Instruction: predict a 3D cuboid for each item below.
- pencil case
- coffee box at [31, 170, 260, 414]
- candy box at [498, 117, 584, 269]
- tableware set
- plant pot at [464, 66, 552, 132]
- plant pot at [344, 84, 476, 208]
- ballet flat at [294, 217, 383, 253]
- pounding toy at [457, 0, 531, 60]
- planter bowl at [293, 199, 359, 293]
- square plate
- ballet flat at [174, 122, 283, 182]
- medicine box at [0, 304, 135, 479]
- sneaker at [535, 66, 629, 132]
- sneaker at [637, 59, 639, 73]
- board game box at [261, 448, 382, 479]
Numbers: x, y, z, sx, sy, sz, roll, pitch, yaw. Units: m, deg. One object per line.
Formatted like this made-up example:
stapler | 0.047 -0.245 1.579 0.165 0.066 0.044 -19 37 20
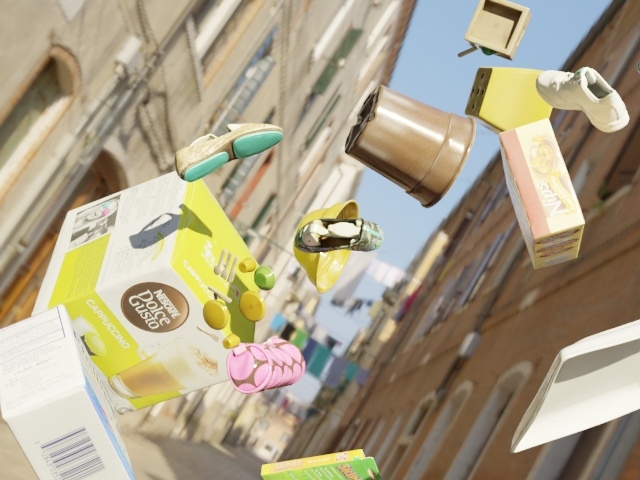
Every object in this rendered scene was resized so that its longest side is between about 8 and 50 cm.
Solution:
pencil case | -0.100 0.222 1.632 0.209 0.095 0.098 21 52 -76
coffee box | -0.353 0.107 1.958 0.335 0.338 0.337 -19 -54 16
candy box | 0.376 -0.068 1.548 0.316 0.088 0.182 40 33 -73
tableware set | -0.122 0.093 1.349 0.104 0.154 0.024 30 24 22
plant pot | 0.533 -0.398 2.581 0.187 0.212 0.212 14 9 -11
plant pot | 0.138 -0.161 1.477 0.165 0.166 0.167 25 -11 -12
ballet flat | 0.019 -0.014 1.570 0.189 0.070 0.070 -4 -33 35
pounding toy | 0.388 -0.469 2.054 0.130 0.141 0.100 25 8 17
planter bowl | 0.000 0.000 1.985 0.090 0.217 0.217 21 -16 18
square plate | 0.515 0.234 1.598 0.344 0.347 0.049 96 -27 -51
ballet flat | -0.169 -0.174 1.626 0.067 0.206 0.073 57 -19 28
medicine box | -0.479 0.311 1.685 0.289 0.149 0.263 -130 -160 -56
sneaker | 0.468 -0.279 1.635 0.212 0.080 0.094 42 -14 46
sneaker | 0.708 -0.353 1.854 0.110 0.283 0.122 44 -41 -10
board game box | 0.007 0.538 2.062 0.260 0.039 0.124 -10 -50 13
